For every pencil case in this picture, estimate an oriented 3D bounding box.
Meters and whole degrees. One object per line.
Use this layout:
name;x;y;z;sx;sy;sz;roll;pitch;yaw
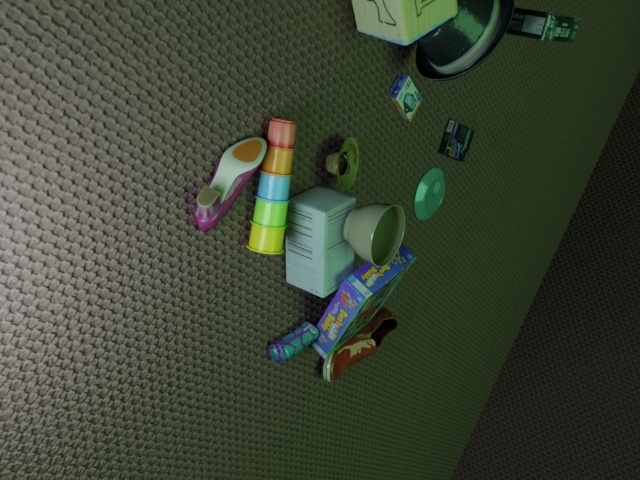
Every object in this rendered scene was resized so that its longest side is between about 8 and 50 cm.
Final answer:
pencil case;-0.074;0.284;1.787;0.152;0.064;0.070;-32;147;-39

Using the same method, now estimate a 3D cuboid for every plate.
plate;0.379;-0.154;2.170;0.188;0.024;0.188;-26;127;-41

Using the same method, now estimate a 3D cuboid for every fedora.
fedora;0.347;-0.599;1.695;0.152;0.334;0.334;27;86;-41

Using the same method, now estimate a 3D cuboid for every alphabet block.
alphabet block;0.195;-0.617;1.539;0.193;0.192;0.197;-37;136;-21

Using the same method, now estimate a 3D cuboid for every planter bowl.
planter bowl;0.128;-0.025;1.620;0.162;0.109;0.162;-30;129;-45

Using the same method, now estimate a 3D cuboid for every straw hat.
straw hat;0.048;-0.205;1.695;0.144;0.061;0.144;8;90;-66

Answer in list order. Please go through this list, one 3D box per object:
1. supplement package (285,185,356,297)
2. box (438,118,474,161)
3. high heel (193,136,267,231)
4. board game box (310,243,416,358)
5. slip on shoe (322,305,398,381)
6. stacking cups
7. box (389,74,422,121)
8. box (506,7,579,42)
supplement package;0.000;0.000;1.674;0.139;0.134;0.244;-28;128;-44
box;0.467;-0.339;2.182;0.162;0.029;0.116;6;103;-54
high heel;-0.198;-0.126;1.433;0.244;0.082;0.117;-61;174;-31
board game box;0.112;0.173;1.822;0.233;0.078;0.347;-35;162;-37
slip on shoe;0.127;0.328;2.035;0.331;0.101;0.123;-39;137;-32
stacking cups;-0.104;-0.129;1.519;0.096;0.096;0.316;-3;109;-51
box;0.249;-0.419;1.867;0.081;0.028;0.136;-61;145;-9
box;0.587;-0.665;1.931;0.242;0.307;0.076;-16;124;-46
